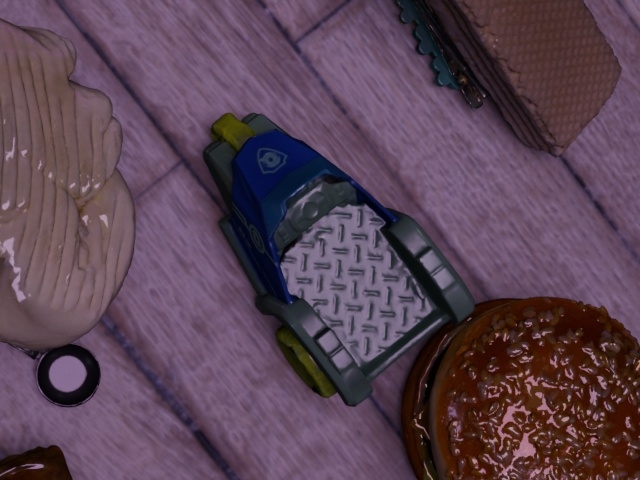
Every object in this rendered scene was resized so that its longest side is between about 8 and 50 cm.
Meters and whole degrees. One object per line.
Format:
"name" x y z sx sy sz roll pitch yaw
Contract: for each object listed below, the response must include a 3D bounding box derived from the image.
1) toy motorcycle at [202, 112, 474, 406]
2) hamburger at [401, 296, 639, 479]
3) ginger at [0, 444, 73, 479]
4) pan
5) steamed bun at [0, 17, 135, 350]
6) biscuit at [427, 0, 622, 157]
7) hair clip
"toy motorcycle" 0.000 0.000 1.875 0.191 0.200 0.326 -39 99 -11
"hamburger" 0.231 0.195 1.914 0.291 0.225 0.291 1 86 -16
"ginger" -0.395 0.404 1.784 0.254 0.176 0.418 7 85 -5
"pan" -0.288 0.130 1.888 0.115 0.023 0.068 35 82 -13
"steamed bun" -0.368 -0.044 1.762 0.352 0.247 0.339 0 76 -49
"biscuit" 0.186 -0.262 1.878 0.144 0.078 0.426 -51 133 -13
"hair clip" 0.129 -0.220 1.990 0.049 0.049 0.173 -32 91 -12
